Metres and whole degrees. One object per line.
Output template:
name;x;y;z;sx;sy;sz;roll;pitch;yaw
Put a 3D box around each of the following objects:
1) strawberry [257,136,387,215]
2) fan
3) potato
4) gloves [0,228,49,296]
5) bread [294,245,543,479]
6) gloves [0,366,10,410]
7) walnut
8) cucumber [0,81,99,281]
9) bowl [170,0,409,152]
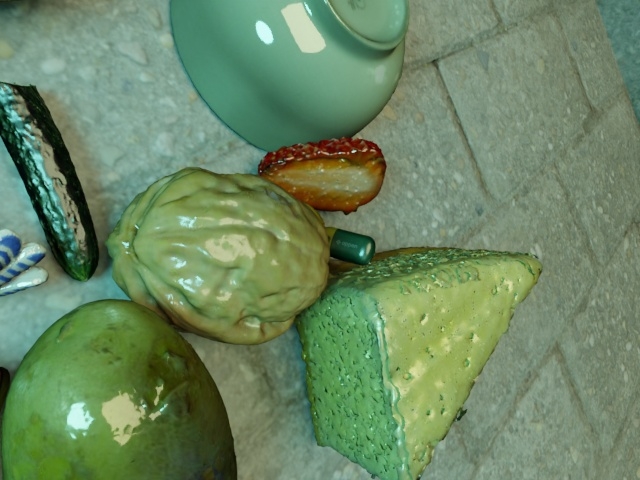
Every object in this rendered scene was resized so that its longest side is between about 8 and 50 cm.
strawberry;0.002;-0.103;0.733;0.188;0.121;0.082;4;45;-20
fan;0.000;0.000;0.694;0.039;0.155;0.082;32;76;-64
potato;-0.165;0.197;0.460;0.210;0.173;0.307;-36;131;-55
gloves;-0.348;0.005;0.433;0.229;0.119;0.097;14;110;-28
bread;0.135;0.141;0.711;0.316;0.248;0.278;0;86;-27
gloves;-0.389;0.092;0.353;0.294;0.133;0.116;34;72;-32
walnut;-0.099;0.017;0.574;0.245;0.198;0.198;20;68;-44
cucumber;-0.275;-0.059;0.534;0.058;0.052;0.214;-24;97;-21
bowl;-0.003;-0.306;0.727;0.354;0.185;0.353;10;74;-39
